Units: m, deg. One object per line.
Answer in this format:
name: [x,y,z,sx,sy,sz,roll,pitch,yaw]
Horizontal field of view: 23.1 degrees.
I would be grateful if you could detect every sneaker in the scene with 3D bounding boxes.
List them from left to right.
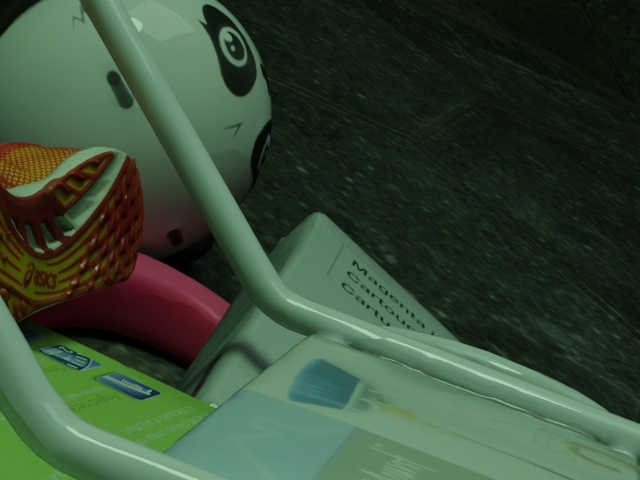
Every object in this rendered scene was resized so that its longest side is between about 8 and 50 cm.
sneaker: [-0.112,0.000,0.451,0.067,0.064,0.175,0,-1,18]

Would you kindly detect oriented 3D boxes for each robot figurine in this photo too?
robot figurine: [-0.131,-0.104,0.897,0.209,0.173,0.278,18,22,-32]

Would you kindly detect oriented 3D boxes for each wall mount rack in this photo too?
wall mount rack: [0.000,0.000,0.420,0.304,0.130,0.350,21,9,9]

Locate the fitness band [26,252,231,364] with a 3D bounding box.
fitness band: [-0.074,0.082,0.695,0.209,0.054,0.291,30,18,0]

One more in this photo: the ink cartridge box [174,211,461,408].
ink cartridge box: [0.086,0.134,0.661,0.324,0.071,0.330,43,20,-5]

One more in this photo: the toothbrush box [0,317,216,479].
toothbrush box: [-0.102,0.102,0.396,0.283,0.122,0.206,22,11,16]
